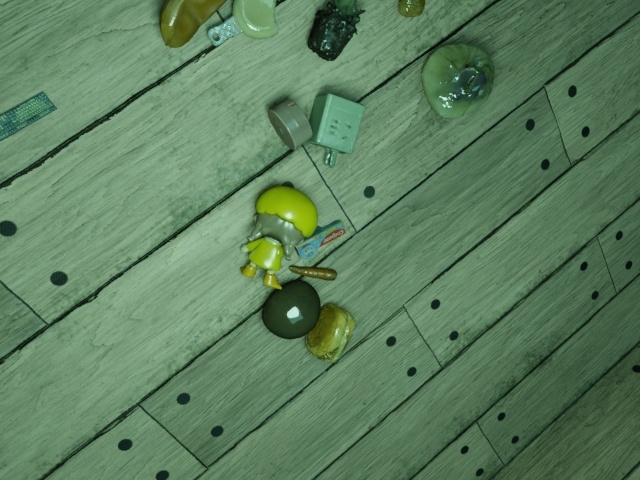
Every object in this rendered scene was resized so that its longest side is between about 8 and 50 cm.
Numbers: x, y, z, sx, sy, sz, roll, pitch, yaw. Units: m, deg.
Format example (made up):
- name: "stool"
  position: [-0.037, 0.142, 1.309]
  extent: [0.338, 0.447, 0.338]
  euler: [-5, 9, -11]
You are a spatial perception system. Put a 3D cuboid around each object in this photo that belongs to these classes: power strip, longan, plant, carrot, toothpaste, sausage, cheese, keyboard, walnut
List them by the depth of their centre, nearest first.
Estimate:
- name: "keyboard"
  position: [-0.830, -0.344, 1.203]
  extent: [0.176, 0.014, 0.055]
  euler: [-35, 110, -10]
- name: "sausage"
  position: [-0.341, -0.702, 1.232]
  extent: [0.116, 0.134, 0.354]
  euler: [41, 86, 8]
- name: "cheese"
  position: [-0.230, -0.689, 1.306]
  extent: [0.248, 0.071, 0.163]
  euler: [-16, 109, -15]
- name: "plant"
  position: [0.048, -0.683, 1.378]
  extent: [0.142, 0.131, 0.203]
  euler: [20, 95, -20]
- name: "power strip"
  position: [-0.098, -0.372, 1.395]
  extent: [0.078, 0.154, 0.154]
  euler: [-37, 113, -11]
- name: "power strip"
  position: [0.037, -0.360, 1.453]
  extent: [0.140, 0.139, 0.224]
  euler: [12, 99, -24]
- name: "walnut"
  position: [0.308, -0.803, 1.474]
  extent: [0.096, 0.082, 0.079]
  euler: [-4, 133, -21]
- name: "longan"
  position: [-0.097, 0.246, 1.534]
  extent: [0.220, 0.196, 0.197]
  euler: [-38, 114, -20]
- name: "toothpaste"
  position: [0.000, 0.000, 1.584]
  extent: [0.193, 0.044, 0.070]
  euler: [-28, 113, -12]
- name: "carrot"
  position: [-0.028, 0.116, 1.606]
  extent: [0.191, 0.047, 0.047]
  euler: [12, 99, -19]

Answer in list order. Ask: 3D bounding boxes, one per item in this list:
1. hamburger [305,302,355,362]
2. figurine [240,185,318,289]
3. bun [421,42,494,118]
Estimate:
- name: "hamburger"
  position: [0.034, 0.342, 1.603]
  extent: [0.108, 0.214, 0.214]
  euler: [33, 91, -26]
- name: "figurine"
  position: [-0.143, -0.013, 1.463]
  extent: [0.215, 0.187, 0.344]
  euler: [19, 103, -11]
- name: "bun"
  position: [0.502, -0.578, 1.558]
  extent: [0.272, 0.168, 0.273]
  euler: [-3, 106, -12]
